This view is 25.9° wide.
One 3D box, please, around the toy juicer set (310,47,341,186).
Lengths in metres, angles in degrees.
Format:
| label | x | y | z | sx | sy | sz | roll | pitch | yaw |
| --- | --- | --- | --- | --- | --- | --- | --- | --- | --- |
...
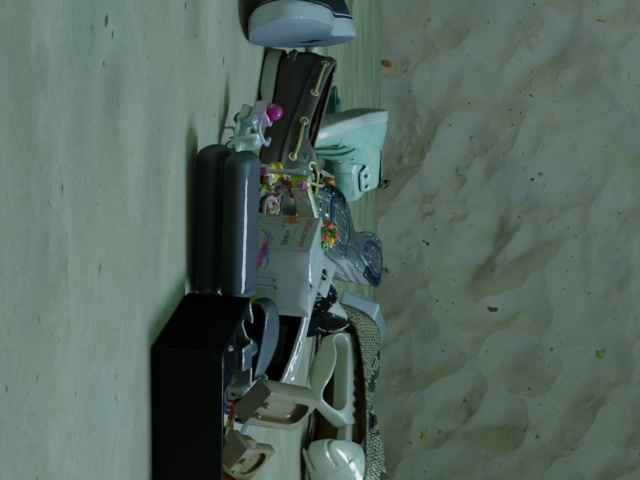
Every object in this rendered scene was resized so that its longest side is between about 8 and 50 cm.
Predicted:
| label | x | y | z | sx | sy | sz | roll | pitch | yaw |
| --- | --- | --- | --- | --- | --- | --- | --- | --- | --- |
| toy juicer set | 0.023 | -0.186 | 2.422 | 0.209 | 0.090 | 0.329 | -49 | 142 | -79 |

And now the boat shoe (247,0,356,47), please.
| label | x | y | z | sx | sy | sz | roll | pitch | yaw |
| --- | --- | --- | --- | --- | --- | --- | --- | --- | --- |
| boat shoe | -0.023 | -0.315 | 1.832 | 0.306 | 0.113 | 0.105 | -17 | 97 | -69 |

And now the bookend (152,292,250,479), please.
| label | x | y | z | sx | sy | sz | roll | pitch | yaw |
| --- | --- | --- | --- | --- | --- | --- | --- | --- | --- |
| bookend | -0.122 | 0.156 | 1.452 | 0.156 | 0.072 | 0.157 | -67 | 161 | -71 |

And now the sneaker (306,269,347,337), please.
| label | x | y | z | sx | sy | sz | roll | pitch | yaw |
| --- | --- | --- | --- | --- | --- | --- | --- | --- | --- |
| sneaker | -0.025 | 0.077 | 2.225 | 0.271 | 0.100 | 0.108 | 67 | 5 | -72 |

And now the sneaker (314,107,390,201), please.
| label | x | y | z | sx | sy | sz | roll | pitch | yaw |
| --- | --- | --- | --- | --- | --- | --- | --- | --- | --- |
| sneaker | 0.036 | -0.131 | 2.257 | 0.256 | 0.094 | 0.151 | -15 | 109 | -56 |

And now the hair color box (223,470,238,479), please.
| label | x | y | z | sx | sy | sz | roll | pitch | yaw |
| --- | --- | --- | --- | --- | --- | --- | --- | --- | --- |
| hair color box | -0.100 | 0.304 | 1.482 | 0.167 | 0.053 | 0.093 | 163 | -90 | -78 |

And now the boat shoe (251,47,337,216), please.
| label | x | y | z | sx | sy | sz | roll | pitch | yaw |
| --- | --- | --- | --- | --- | --- | --- | --- | --- | --- |
| boat shoe | -0.040 | -0.114 | 1.888 | 0.116 | 0.097 | 0.324 | 80 | 15 | -65 |

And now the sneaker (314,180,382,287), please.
| label | x | y | z | sx | sy | sz | roll | pitch | yaw |
| --- | --- | --- | --- | --- | --- | --- | --- | --- | --- |
| sneaker | 0.000 | 0.000 | 2.282 | 0.297 | 0.129 | 0.111 | 52 | 41 | -52 |

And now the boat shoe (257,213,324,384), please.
| label | x | y | z | sx | sy | sz | roll | pitch | yaw |
| --- | --- | --- | --- | --- | --- | --- | --- | --- | --- |
| boat shoe | -0.054 | 0.078 | 1.935 | 0.088 | 0.096 | 0.267 | -58 | 160 | -86 |

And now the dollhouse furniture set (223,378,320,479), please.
| label | x | y | z | sx | sy | sz | roll | pitch | yaw |
| --- | --- | --- | --- | --- | --- | --- | --- | --- | --- |
| dollhouse furniture set | -0.046 | 0.263 | 1.610 | 0.151 | 0.123 | 0.144 | -49 | 151 | 12 |

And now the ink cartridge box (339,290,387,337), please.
| label | x | y | z | sx | sy | sz | roll | pitch | yaw |
| --- | --- | --- | --- | --- | --- | --- | --- | --- | --- |
| ink cartridge box | 0.033 | 0.324 | 2.989 | 0.308 | 0.091 | 0.385 | 70 | 42 | -75 |

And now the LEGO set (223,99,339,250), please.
| label | x | y | z | sx | sy | sz | roll | pitch | yaw |
| --- | --- | --- | --- | --- | --- | --- | --- | --- | --- |
| LEGO set | -0.024 | -0.041 | 1.720 | 0.287 | 0.107 | 0.132 | 57 | 43 | -49 |

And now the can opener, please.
| label | x | y | z | sx | sy | sz | roll | pitch | yaw |
| --- | --- | --- | --- | --- | --- | --- | --- | --- | --- |
| can opener | -0.092 | 0.030 | 1.548 | 0.095 | 0.076 | 0.283 | -23 | 122 | -53 |

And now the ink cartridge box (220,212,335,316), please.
| label | x | y | z | sx | sy | sz | roll | pitch | yaw |
| --- | --- | --- | --- | --- | --- | --- | --- | --- | --- |
| ink cartridge box | -0.057 | 0.026 | 1.624 | 0.092 | 0.143 | 0.090 | -74 | 166 | -61 |

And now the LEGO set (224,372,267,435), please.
| label | x | y | z | sx | sy | sz | roll | pitch | yaw |
| --- | --- | --- | --- | --- | --- | --- | --- | --- | --- |
| LEGO set | -0.113 | 0.220 | 1.762 | 0.182 | 0.060 | 0.244 | -66 | 170 | -72 |

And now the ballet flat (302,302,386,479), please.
| label | x | y | z | sx | sy | sz | roll | pitch | yaw |
| --- | --- | --- | --- | --- | --- | --- | --- | --- | --- |
| ballet flat | 0.033 | 0.348 | 2.692 | 0.182 | 0.164 | 0.482 | 37 | 48 | -56 |
